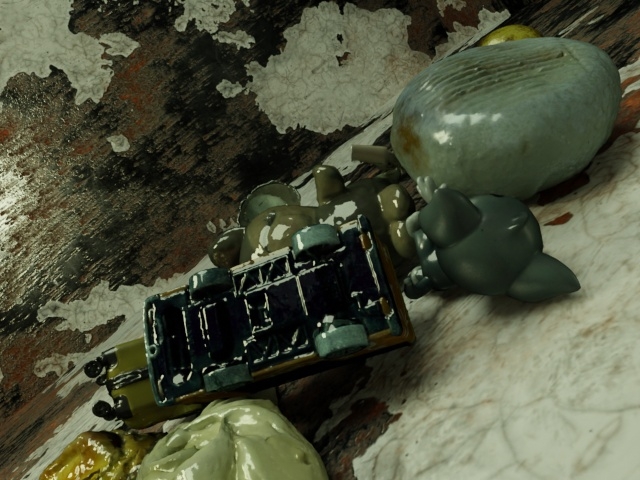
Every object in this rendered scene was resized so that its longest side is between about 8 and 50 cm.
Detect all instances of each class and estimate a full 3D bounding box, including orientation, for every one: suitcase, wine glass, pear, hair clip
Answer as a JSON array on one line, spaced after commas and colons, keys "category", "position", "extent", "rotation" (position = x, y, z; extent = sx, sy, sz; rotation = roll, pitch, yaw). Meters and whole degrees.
[{"category": "suitcase", "position": [-0.280, 0.250, 0.942], "extent": [0.234, 0.143, 0.194], "rotation": [-14, -18, -21]}, {"category": "wine glass", "position": [-0.082, -0.017, 1.232], "extent": [0.156, 0.232, 0.156], "rotation": [-7, 62, 14]}, {"category": "pear", "position": [0.449, -0.397, 1.217], "extent": [0.197, 0.197, 0.197], "rotation": [-35, 14, 11]}, {"category": "hair clip", "position": [0.123, -0.142, 0.923], "extent": [0.072, 0.034, 0.226], "rotation": [-3, -3, 29]}]

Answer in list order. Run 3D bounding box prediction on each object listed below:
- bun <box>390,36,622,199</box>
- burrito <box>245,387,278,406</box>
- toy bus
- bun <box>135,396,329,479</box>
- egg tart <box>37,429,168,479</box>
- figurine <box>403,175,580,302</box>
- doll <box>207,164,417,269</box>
[{"category": "bun", "position": [0.286, -0.183, 0.840], "extent": [0.361, 0.211, 0.362], "rotation": [-12, 29, 7]}, {"category": "burrito", "position": [-0.113, 0.241, 0.871], "extent": [0.082, 0.059, 0.275], "rotation": [-46, 15, -3]}, {"category": "toy bus", "position": [-0.050, 0.107, 0.698], "extent": [0.323, 0.162, 0.194], "rotation": [-21, -21, 15]}, {"category": "bun", "position": [-0.119, 0.279, 0.567], "extent": [0.259, 0.160, 0.259], "rotation": [-37, 16, 13]}, {"category": "egg tart", "position": [-0.390, 0.401, 0.863], "extent": [0.297, 0.132, 0.297], "rotation": [-32, 13, 8]}, {"category": "figurine", "position": [0.171, 0.010, 0.680], "extent": [0.140, 0.193, 0.265], "rotation": [-51, 7, -37]}, {"category": "doll", "position": [0.014, 0.033, 0.980], "extent": [0.382, 0.252, 0.378], "rotation": [-23, -13, 15]}]
